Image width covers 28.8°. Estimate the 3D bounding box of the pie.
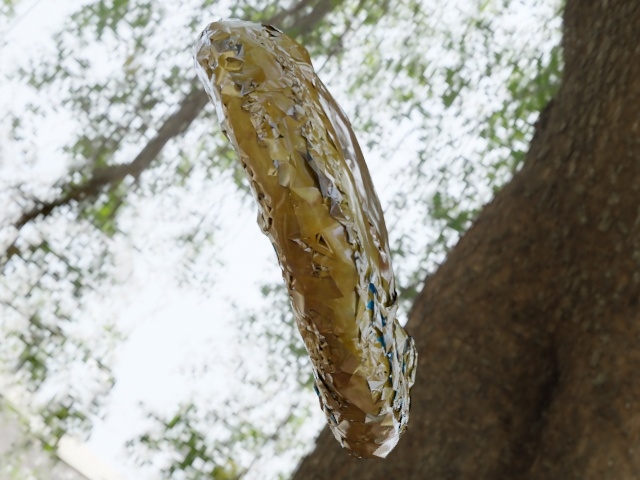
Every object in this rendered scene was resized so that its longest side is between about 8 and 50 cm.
[{"bbox_3d":[0.001,-0.001,0.690,0.069,0.273,0.273,-20,-51,6],"label":"pie"}]
